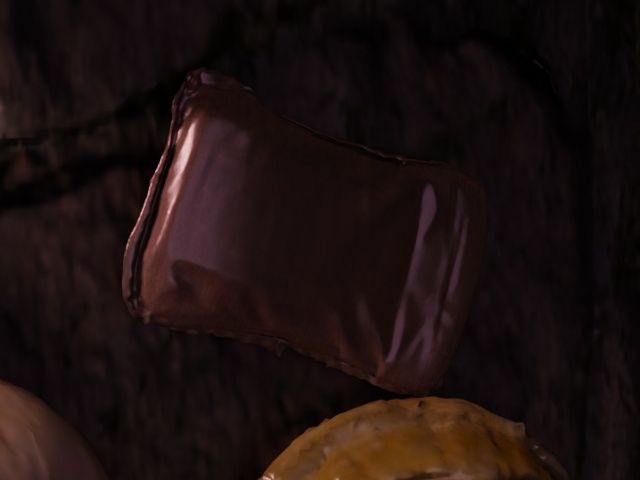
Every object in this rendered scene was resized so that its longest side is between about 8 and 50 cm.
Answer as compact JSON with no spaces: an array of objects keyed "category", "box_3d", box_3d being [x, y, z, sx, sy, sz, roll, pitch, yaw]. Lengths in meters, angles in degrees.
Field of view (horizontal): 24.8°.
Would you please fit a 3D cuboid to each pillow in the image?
[{"category":"pillow","box_3d":[0.000,0.003,0.775,0.211,0.034,0.135,20,80,-29]}]

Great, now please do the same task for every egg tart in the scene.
[{"category":"egg tart","box_3d":[0.059,0.229,0.776,0.290,0.115,0.290,-3,98,-27]}]

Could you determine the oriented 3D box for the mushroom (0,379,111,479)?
[{"category":"mushroom","box_3d":[-0.235,0.077,0.541,0.314,0.314,0.336,-7,76,-27]}]
